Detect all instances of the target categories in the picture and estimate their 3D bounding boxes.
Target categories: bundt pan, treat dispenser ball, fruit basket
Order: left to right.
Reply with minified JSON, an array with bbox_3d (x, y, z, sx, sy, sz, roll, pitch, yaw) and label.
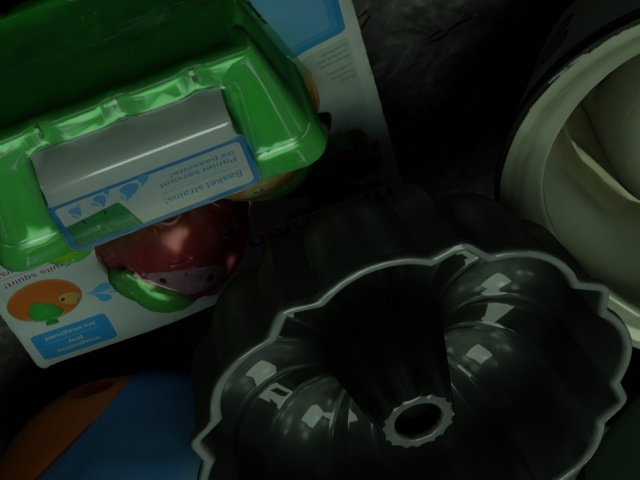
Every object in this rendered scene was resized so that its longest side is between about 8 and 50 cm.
[{"bbox_3d":[-0.139,0.250,1.362,0.288,0.288,0.288,-11,138,-11],"label":"treat dispenser ball"},{"bbox_3d":[-0.105,-0.034,1.171,0.327,0.165,0.353,-20,142,-1],"label":"fruit basket"},{"bbox_3d":[0.053,0.090,1.212,0.331,0.124,0.331,-11,133,-12],"label":"bundt pan"}]

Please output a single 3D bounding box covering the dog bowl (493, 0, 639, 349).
[{"bbox_3d":[0.337,-0.083,1.224,0.408,0.150,0.408,5,139,4],"label":"dog bowl"}]

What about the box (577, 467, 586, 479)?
[{"bbox_3d":[0.351,0.256,1.764,0.162,0.029,0.116,0,135,-20],"label":"box"}]

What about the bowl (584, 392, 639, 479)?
[{"bbox_3d":[0.423,0.199,1.568,0.311,0.311,0.163,5,112,-27],"label":"bowl"}]
